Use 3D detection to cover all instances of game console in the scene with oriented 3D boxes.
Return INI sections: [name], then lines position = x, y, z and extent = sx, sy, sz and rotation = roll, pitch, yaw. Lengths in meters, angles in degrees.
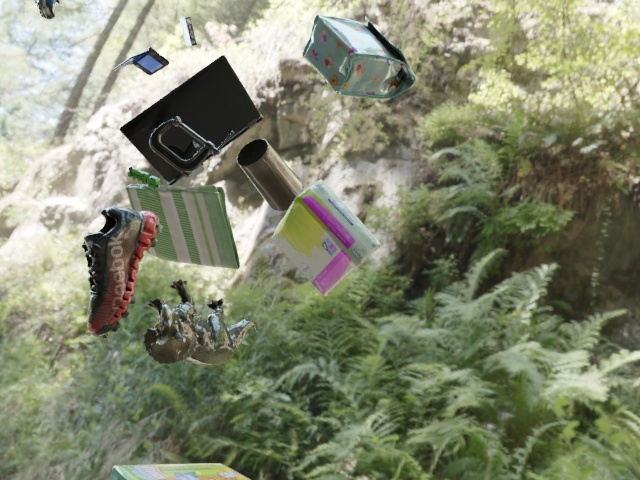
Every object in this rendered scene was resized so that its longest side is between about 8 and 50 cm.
[game console]
position = -0.521, -0.508, 1.680
extent = 0.122, 0.071, 0.107
rotation = -7, -31, 45

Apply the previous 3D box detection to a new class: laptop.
[laptop]
position = -0.414, -0.390, 1.912
extent = 0.236, 0.382, 0.408
rotation = 55, -3, -17

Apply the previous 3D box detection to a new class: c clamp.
[c clamp]
position = -0.292, -0.220, 1.276
extent = 0.161, 0.137, 0.022
rotation = 32, -10, 12

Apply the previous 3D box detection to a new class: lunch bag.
[lunch bag]
position = 0.121, -0.511, 1.610
extent = 0.263, 0.223, 0.160
rotation = -7, -42, -34

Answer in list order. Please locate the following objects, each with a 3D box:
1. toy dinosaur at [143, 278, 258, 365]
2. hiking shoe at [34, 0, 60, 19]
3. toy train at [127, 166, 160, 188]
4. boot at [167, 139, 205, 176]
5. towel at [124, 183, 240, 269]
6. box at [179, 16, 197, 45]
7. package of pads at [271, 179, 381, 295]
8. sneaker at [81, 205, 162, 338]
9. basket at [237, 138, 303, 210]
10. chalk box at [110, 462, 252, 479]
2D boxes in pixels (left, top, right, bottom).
[toy dinosaur]
position = -0.228, 0.172, 1.065
extent = 0.121, 0.160, 0.313
rotation = -29, -33, 14
[hiking shoe]
position = -0.708, -0.735, 1.554
extent = 0.132, 0.113, 0.304
rotation = -9, -37, -32
[toy train]
position = -0.360, -0.129, 1.172
extent = 0.083, 0.017, 0.023
rotation = 24, -50, 19
[boot]
position = -0.395, -0.257, 1.701
extent = 0.099, 0.045, 0.121
rotation = -43, -103, 34
[towel]
position = -0.385, -0.044, 1.610
extent = 0.325, 0.038, 0.247
rotation = 5, -61, 25
[box]
position = -0.406, -0.641, 1.769
extent = 0.067, 0.018, 0.083
rotation = 33, -42, 56
[package of pads]
position = 0.000, 0.000, 1.466
extent = 0.229, 0.101, 0.296
rotation = 47, -27, 5
[sneaker]
position = -0.424, 0.053, 1.153
extent = 0.135, 0.275, 0.098
rotation = 27, -19, -38
[basket]
position = -0.186, -0.243, 2.077
extent = 0.227, 0.154, 0.204
rotation = 51, 2, -45
[chalk box]
position = -0.273, 0.496, 0.996
extent = 0.289, 0.179, 0.180
rotation = 16, -11, -36
